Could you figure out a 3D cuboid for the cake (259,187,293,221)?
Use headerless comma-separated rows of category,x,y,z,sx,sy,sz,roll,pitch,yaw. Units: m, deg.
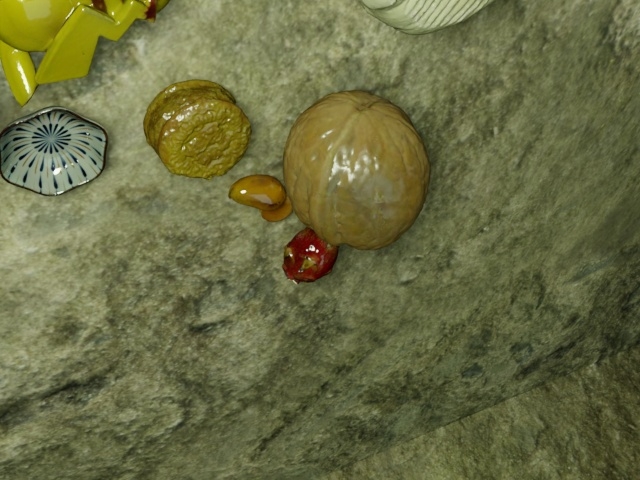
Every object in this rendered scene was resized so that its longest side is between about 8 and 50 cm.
cake,-0.098,-0.080,1.648,0.084,0.044,0.084,-19,143,-15

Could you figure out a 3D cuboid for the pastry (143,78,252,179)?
pastry,-0.226,-0.204,1.368,0.188,0.103,0.189,-20,142,-16

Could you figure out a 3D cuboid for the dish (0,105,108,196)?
dish,-0.464,-0.167,1.273,0.190,0.066,0.191,-17,141,-14

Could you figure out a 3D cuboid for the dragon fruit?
dragon fruit,0.000,0.000,1.767,0.125,0.125,0.246,38,90,-37

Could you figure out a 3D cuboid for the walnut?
walnut,0.071,-0.133,1.499,0.332,0.333,0.333,-19,141,-16

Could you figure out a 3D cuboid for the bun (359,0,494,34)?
bun,0.193,-0.517,1.211,0.365,0.219,0.365,-27,154,-15

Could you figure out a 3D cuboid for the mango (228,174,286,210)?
mango,-0.133,-0.104,1.569,0.127,0.077,0.063,4,156,-20

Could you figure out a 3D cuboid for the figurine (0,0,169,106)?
figurine,-0.359,-0.348,1.058,0.326,0.169,0.218,-24,138,-12
